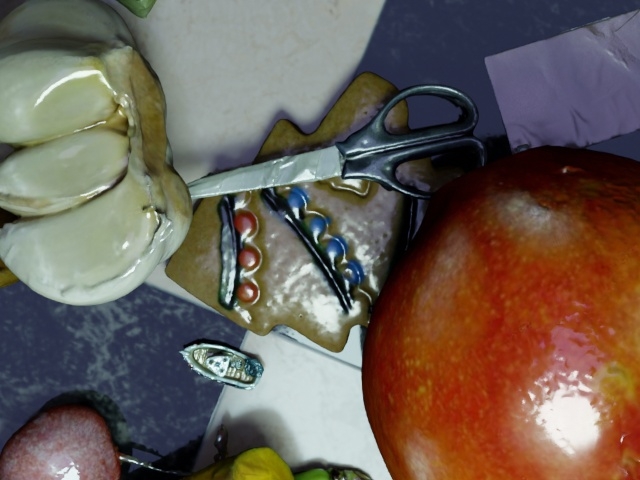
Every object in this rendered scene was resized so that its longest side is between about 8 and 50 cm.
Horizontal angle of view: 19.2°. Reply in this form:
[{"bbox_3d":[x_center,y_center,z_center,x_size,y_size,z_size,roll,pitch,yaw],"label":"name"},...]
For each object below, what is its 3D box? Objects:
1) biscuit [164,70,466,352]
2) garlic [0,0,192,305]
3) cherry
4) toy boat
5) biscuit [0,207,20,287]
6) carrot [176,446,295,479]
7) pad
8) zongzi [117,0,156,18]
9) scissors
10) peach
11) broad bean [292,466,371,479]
[{"bbox_3d":[0.000,0.000,1.796,0.301,0.043,0.278,-18,94,2],"label":"biscuit"},{"bbox_3d":[-0.227,-0.083,1.723,0.203,0.185,0.281,-17,93,15],"label":"garlic"},{"bbox_3d":[-0.198,0.198,1.796,0.225,0.090,0.107,-13,80,-7],"label":"cherry"},{"bbox_3d":[-0.096,0.119,1.811,0.083,0.038,0.038,18,95,-2],"label":"toy boat"},{"bbox_3d":[-0.452,-0.040,1.714,0.432,0.064,0.283,13,50,-24],"label":"biscuit"},{"bbox_3d":[-0.163,0.293,1.757,0.302,0.114,0.114,-27,94,21],"label":"carrot"},{"bbox_3d":[0.260,-0.149,1.800,0.188,0.006,0.113,-17,93,2],"label":"pad"},{"bbox_3d":[-0.180,-0.285,1.775,0.109,0.055,0.119,31,83,0],"label":"zongzi"},{"bbox_3d":[0.004,-0.071,1.761,0.300,0.022,0.109,-12,87,1],"label":"scissors"},{"bbox_3d":[0.214,0.102,1.638,0.388,0.388,0.388,0,95,1],"label":"peach"},{"bbox_3d":[-0.081,0.319,1.817,0.318,0.056,0.098,-35,93,1],"label":"broad bean"}]
